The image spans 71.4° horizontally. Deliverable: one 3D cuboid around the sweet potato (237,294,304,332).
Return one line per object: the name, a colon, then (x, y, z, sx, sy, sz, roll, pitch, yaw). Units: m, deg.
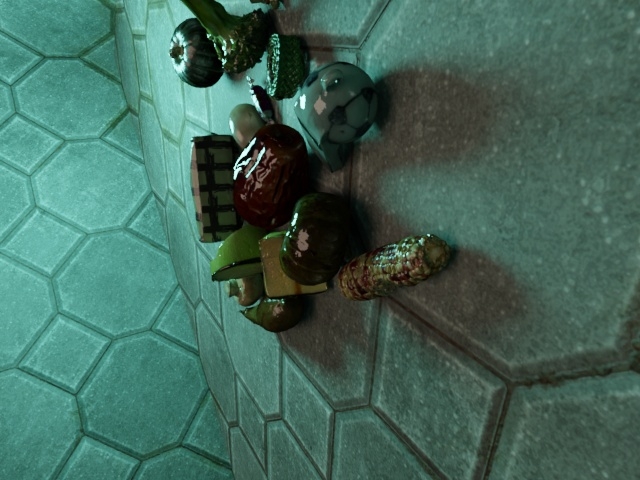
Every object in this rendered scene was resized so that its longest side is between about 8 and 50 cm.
sweet potato: (-0.151, 0.222, 1.382, 0.422, 0.130, 0.131, -27, 78, 64)

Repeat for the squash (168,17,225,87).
squash: (-0.385, -0.595, 1.417, 0.218, 0.172, 0.218, -19, 60, 38)

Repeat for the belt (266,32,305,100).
belt: (-0.080, -0.413, 1.065, 0.121, 0.079, 0.152, -165, 77, -69)

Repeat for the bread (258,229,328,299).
bread: (-0.065, 0.046, 1.245, 0.264, 0.163, 0.168, -71, -29, -80)

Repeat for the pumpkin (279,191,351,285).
pumpkin: (0.000, 0.000, 0.985, 0.219, 0.162, 0.219, -160, 90, -79)

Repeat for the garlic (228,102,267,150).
garlic: (-0.221, -0.343, 1.328, 0.148, 0.128, 0.267, -55, 42, 39)

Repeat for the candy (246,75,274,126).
candy: (-0.166, -0.388, 1.251, 0.175, 0.043, 0.045, 67, 152, 9)

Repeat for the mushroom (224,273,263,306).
mushroom: (-0.270, 0.148, 1.551, 0.166, 0.127, 0.167, 13, 106, 55)

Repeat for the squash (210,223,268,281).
squash: (-0.251, 0.048, 1.384, 0.220, 0.220, 0.133, -44, 66, 56)

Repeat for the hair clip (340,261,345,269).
hair clip: (0.050, 0.070, 1.057, 0.115, 0.039, 0.030, 45, 132, 47)

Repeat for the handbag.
handbag: (-0.342, -0.186, 1.466, 0.327, 0.162, 0.326, -136, 43, -69)

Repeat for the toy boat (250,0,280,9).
toy boat: (-0.155, -0.646, 1.104, 0.089, 0.071, 0.185, 17, -126, -75)

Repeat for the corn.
corn: (0.132, 0.056, 0.855, 0.289, 0.098, 0.098, -27, 78, 58)

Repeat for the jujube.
jujube: (-0.122, -0.151, 1.119, 0.197, 0.197, 0.290, 60, 145, 28)

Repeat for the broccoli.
broccoli: (-0.254, -0.571, 1.136, 0.177, 0.274, 0.199, -38, 34, 19)

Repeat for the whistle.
whistle: (0.038, -0.251, 0.877, 0.290, 0.163, 0.164, 47, -157, -77)
